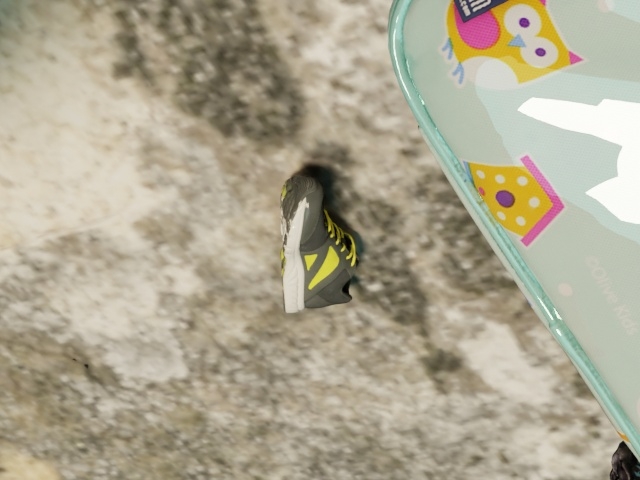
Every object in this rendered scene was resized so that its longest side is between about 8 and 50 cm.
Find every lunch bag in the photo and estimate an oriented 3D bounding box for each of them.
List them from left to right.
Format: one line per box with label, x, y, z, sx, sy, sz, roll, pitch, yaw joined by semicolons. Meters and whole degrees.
lunch bag;0.169;-0.038;0.604;0.224;0.108;0.279;-24;108;32

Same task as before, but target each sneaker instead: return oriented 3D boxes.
sneaker;0.000;0.000;0.805;0.035;0.031;0.083;-2;142;-4

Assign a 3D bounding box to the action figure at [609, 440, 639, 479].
action figure;0.264;0.110;0.779;0.276;0.141;0.164;7;126;8
